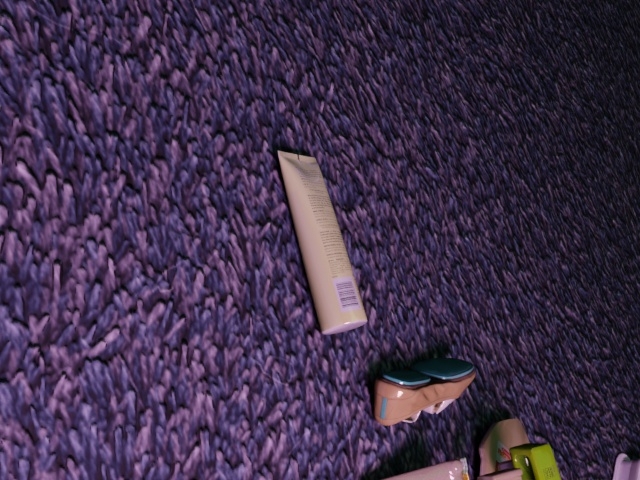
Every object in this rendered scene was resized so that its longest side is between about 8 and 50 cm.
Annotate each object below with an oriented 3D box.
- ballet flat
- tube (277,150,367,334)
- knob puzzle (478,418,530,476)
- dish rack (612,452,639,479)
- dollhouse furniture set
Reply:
[{"bbox_3d":[0.138,0.208,1.823,0.232,0.080,0.073,-2,106,-55],"label":"ballet flat"},{"bbox_3d":[0.000,0.000,1.706,0.070,0.062,0.240,124,-49,-74],"label":"tube"},{"bbox_3d":[0.282,0.357,2.000,0.213,0.030,0.213,29,53,-48],"label":"knob puzzle"},{"bbox_3d":[0.592,0.568,2.353,0.285,0.072,0.332,57,34,-24],"label":"dish rack"},{"bbox_3d":[0.176,0.399,1.780,0.302,0.151,0.197,-9,77,-29],"label":"dollhouse furniture set"}]
